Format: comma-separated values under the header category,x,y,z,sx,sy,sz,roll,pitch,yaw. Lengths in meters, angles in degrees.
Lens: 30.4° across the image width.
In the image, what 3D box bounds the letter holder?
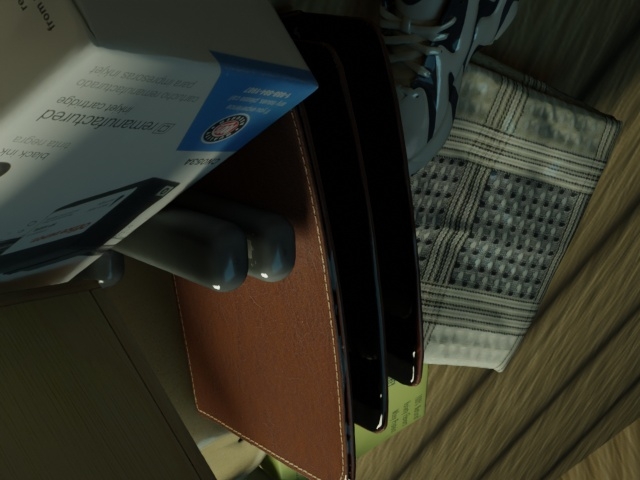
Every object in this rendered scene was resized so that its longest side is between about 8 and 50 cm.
category,x,y,z,sx,sy,sz,roll,pitch,yaw
letter holder,0.000,0.000,0.867,0.152,0.214,0.302,-21,113,-31

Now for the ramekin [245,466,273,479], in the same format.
category,x,y,z,sx,sy,sz,roll,pitch,yaw
ramekin,-0.168,0.370,1.317,0.277,0.277,0.135,-48,144,18

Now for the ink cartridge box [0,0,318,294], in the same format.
category,x,y,z,sx,sy,sz,roll,pitch,yaw
ink cartridge box,-0.190,-0.058,0.675,0.307,0.129,0.223,-35,167,23

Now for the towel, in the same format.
category,x,y,z,sx,sy,sz,roll,pitch,yaw
towel,0.147,-0.019,1.168,0.324,0.056,0.312,14,106,-40

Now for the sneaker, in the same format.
category,x,y,z,sx,sy,sz,roll,pitch,yaw
sneaker,0.072,-0.168,0.940,0.235,0.094,0.153,-52,146,-11

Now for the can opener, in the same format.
category,x,y,z,sx,sy,sz,roll,pitch,yaw
can opener,-0.120,-0.001,0.833,0.074,0.280,0.093,-13,104,-37

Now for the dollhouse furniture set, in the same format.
category,x,y,z,sx,sy,sz,roll,pitch,yaw
dollhouse furniture set,-0.225,0.252,0.758,0.362,0.256,0.394,-9,147,-47

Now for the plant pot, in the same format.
category,x,y,z,sx,sy,sz,roll,pitch,yaw
plant pot,-0.149,0.140,1.066,0.284,0.191,0.284,-29,152,-17

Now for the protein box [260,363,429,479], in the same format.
category,x,y,z,sx,sy,sz,roll,pitch,yaw
protein box,0.003,0.159,1.339,0.201,0.136,0.200,-30,151,-15
